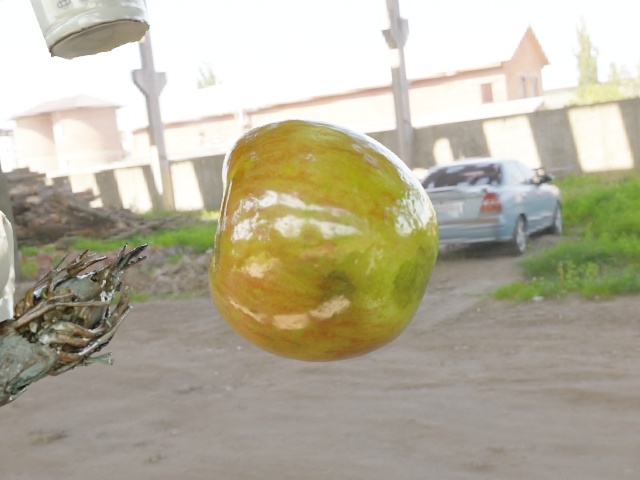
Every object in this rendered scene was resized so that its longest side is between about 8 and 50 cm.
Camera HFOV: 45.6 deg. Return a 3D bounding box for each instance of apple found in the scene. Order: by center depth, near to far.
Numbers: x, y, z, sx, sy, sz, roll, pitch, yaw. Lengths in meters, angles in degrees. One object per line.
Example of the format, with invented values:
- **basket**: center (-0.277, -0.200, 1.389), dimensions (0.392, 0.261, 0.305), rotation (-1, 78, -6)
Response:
- **apple**: center (0.000, 0.000, 1.076), dimensions (0.340, 0.339, 0.339), rotation (-7, 5, 1)

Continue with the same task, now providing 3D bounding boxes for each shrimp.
- **shrimp**: center (-0.360, 0.125, 1.126), dimensions (0.372, 0.172, 0.137), rotation (-45, -3, -30)

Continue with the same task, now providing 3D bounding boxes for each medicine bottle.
- **medicine bottle**: center (-0.444, -0.512, 1.357), dimensions (0.190, 0.332, 0.190), rotation (-19, 3, 1)

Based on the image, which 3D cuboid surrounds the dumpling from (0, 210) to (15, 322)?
- **dumpling**: center (-0.541, 0.046, 1.095), dimensions (0.181, 0.260, 0.341), rotation (-16, -13, -13)
